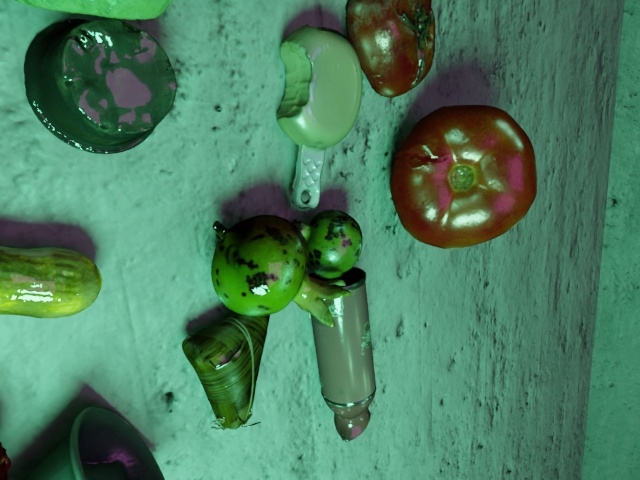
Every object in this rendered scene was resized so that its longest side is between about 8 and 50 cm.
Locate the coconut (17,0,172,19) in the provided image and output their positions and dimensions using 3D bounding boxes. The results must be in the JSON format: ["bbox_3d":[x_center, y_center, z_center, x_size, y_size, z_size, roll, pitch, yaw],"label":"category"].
[{"bbox_3d":[-0.211,-0.327,0.379,0.204,0.235,0.236,-32,118,-48],"label":"coconut"}]

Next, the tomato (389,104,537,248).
[{"bbox_3d":[0.288,-0.123,0.888,0.226,0.298,0.299,-22,119,-81],"label":"tomato"}]

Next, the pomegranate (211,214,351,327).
[{"bbox_3d":[-0.057,0.046,0.642,0.220,0.156,0.156,18,85,-1],"label":"pomegranate"}]

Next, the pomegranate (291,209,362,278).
[{"bbox_3d":[0.000,0.000,0.746,0.161,0.122,0.122,17,86,-14],"label":"pomegranate"}]

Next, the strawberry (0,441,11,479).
[{"bbox_3d":[-0.394,0.278,0.415,0.234,0.233,0.178,50,38,-35],"label":"strawberry"}]

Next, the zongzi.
[{"bbox_3d":[-0.114,0.193,0.701,0.184,0.084,0.187,-38,128,-42],"label":"zongzi"}]

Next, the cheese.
[{"bbox_3d":[-0.009,-0.194,0.714,0.163,0.082,0.287,5,95,-41],"label":"cheese"}]

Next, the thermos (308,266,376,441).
[{"bbox_3d":[0.044,0.218,0.831,0.109,0.136,0.331,-10,107,-11],"label":"thermos"}]

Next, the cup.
[{"bbox_3d":[-0.292,0.329,0.513,0.150,0.199,0.199,-34,120,-12],"label":"cup"}]

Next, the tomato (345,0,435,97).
[{"bbox_3d":[0.157,-0.397,0.813,0.227,0.101,0.228,-7,101,-43],"label":"tomato"}]

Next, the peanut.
[{"bbox_3d":[-0.344,0.041,0.459,0.206,0.087,0.087,9,92,-44],"label":"peanut"}]

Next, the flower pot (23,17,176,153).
[{"bbox_3d":[-0.241,-0.181,0.496,0.157,0.106,0.158,-8,101,-41],"label":"flower pot"}]
